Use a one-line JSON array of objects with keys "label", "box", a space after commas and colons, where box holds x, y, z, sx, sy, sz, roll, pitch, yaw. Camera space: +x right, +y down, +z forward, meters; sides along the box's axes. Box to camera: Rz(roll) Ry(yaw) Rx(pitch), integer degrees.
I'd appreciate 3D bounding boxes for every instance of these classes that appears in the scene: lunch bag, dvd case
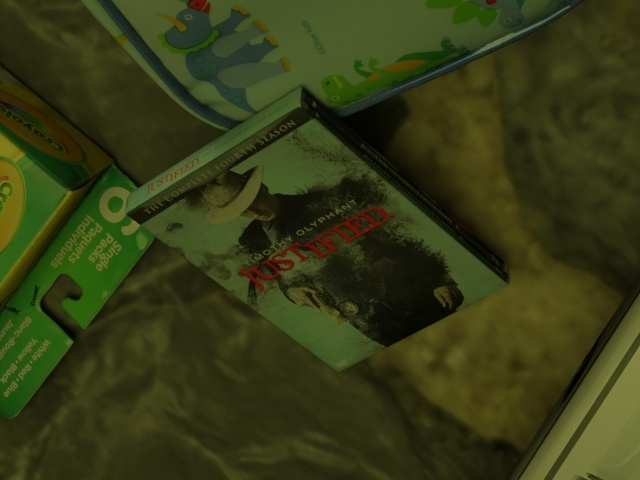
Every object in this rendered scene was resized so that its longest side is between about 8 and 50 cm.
[{"label": "lunch bag", "box": [-0.021, -0.142, 0.565, 0.176, 0.090, 0.219, -25, 131, 20]}, {"label": "dvd case", "box": [0.000, 0.000, 0.647, 0.087, 0.013, 0.119, -29, 128, 30]}]

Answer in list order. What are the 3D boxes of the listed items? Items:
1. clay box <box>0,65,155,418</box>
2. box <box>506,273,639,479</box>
[{"label": "clay box", "box": [-0.185, -0.031, 0.705, 0.222, 0.053, 0.127, 40, 112, 2]}, {"label": "box", "box": [0.178, 0.061, 0.615, 0.169, 0.087, 0.290, 30, 111, 5]}]
